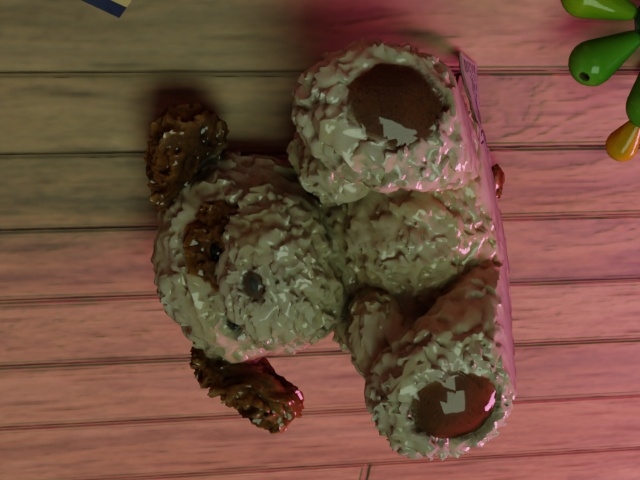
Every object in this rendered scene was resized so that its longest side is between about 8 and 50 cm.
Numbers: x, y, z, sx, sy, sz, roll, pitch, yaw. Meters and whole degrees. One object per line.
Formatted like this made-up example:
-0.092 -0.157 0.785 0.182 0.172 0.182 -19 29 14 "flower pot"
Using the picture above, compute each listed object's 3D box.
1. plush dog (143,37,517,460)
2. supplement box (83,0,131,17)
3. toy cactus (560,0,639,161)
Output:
0.000 0.000 1.089 0.225 0.210 0.262 -10 106 13 "plush dog"
-0.115 -0.183 0.928 0.056 0.083 0.083 24 121 -30 "supplement box"
0.236 -0.146 1.056 0.180 0.112 0.219 -29 124 -2 "toy cactus"
